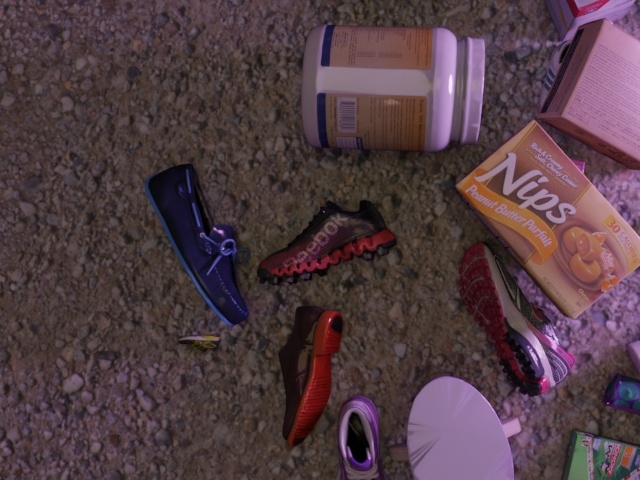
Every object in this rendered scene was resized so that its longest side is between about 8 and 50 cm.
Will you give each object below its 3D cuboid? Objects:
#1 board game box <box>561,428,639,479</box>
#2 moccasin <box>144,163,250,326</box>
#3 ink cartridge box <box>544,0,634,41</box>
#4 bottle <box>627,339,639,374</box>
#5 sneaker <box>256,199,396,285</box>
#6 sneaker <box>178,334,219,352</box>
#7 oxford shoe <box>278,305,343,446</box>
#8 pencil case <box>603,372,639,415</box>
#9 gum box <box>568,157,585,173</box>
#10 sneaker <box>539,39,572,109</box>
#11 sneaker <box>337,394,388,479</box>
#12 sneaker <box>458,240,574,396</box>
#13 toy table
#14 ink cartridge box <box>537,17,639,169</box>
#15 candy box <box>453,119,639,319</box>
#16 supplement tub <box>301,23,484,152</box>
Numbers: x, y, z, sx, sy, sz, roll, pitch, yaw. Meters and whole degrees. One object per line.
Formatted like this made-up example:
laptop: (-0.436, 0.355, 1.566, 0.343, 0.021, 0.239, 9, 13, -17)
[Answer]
board game box: (0.542, 0.531, 1.450, 0.214, 0.046, 0.317, 13, 89, 8)
moccasin: (-0.221, 0.000, 1.522, 0.117, 0.138, 0.341, -30, 85, 0)
ink cartridge box: (0.494, -0.468, 1.444, 0.128, 0.176, 0.127, -20, 82, 4)
bottle: (0.706, 0.169, 1.425, 0.283, 0.092, 0.118, -23, 93, 5)
sneaker: (0.000, 0.000, 1.515, 0.276, 0.097, 0.135, -19, 85, 3)
sneaker: (-0.242, 0.206, 1.565, 0.083, 0.031, 0.035, -2, 87, 6)
oxford shoe: (-0.035, 0.259, 1.520, 0.099, 0.097, 0.271, 13, 84, 27)
pencil case: (0.603, 0.303, 1.445, 0.152, 0.064, 0.070, 23, 65, 8)
gum box: (0.422, -0.066, 1.486, 0.107, 0.062, 0.188, 13, 89, 8)
sneaker: (0.455, -0.302, 1.489, 0.057, 0.075, 0.161, 11, 88, 7)
sneaker: (0.073, 0.438, 1.453, 0.102, 0.161, 0.281, -11, 87, 4)
sneaker: (0.359, 0.138, 1.470, 0.112, 0.121, 0.299, -23, 83, -24)
toy table: (0.248, 0.379, 1.435, 0.252, 0.161, 0.274, -4, 86, 7)
ink cartridge box: (0.543, -0.260, 1.432, 0.235, 0.088, 0.193, 25, 89, -16)
candy box: (0.411, -0.037, 1.409, 0.183, 0.087, 0.316, -40, 83, 4)
supplement tub: (0.134, -0.279, 1.449, 0.317, 0.228, 0.228, 4, 87, 7)
